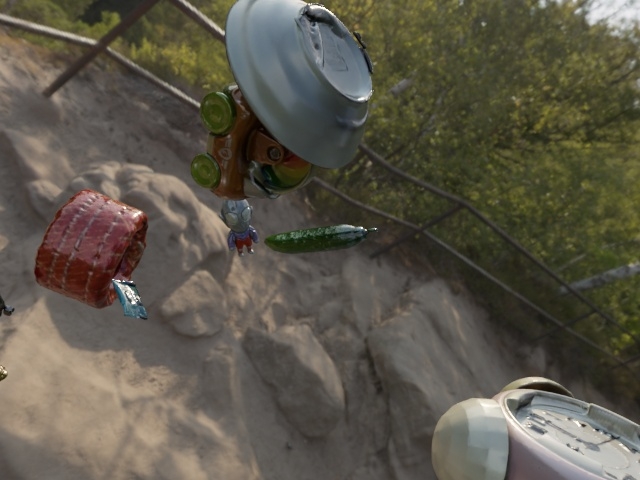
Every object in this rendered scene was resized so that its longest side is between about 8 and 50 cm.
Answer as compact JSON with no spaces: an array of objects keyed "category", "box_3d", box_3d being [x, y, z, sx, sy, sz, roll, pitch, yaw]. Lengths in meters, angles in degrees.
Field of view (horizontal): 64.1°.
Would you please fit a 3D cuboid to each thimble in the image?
[{"category":"thimble","box_3d":[-0.714,0.032,1.621,0.230,0.350,0.350,23,25,-7]}]

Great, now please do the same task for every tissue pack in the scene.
[{"category":"tissue pack","box_3d":[-0.530,0.160,1.426,0.138,0.028,0.085,52,13,32]}]

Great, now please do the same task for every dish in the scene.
[{"category":"dish","box_3d":[-0.002,-0.278,0.827,0.316,0.106,0.316,27,52,-41]}]

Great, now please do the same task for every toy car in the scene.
[{"category":"toy car","box_3d":[-0.105,-0.164,0.946,0.235,0.235,0.145,58,31,-2]}]

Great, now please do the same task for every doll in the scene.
[{"category":"doll","box_3d":[-0.246,-0.064,1.507,0.075,0.102,0.227,21,-57,61]}]

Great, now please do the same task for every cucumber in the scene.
[{"category":"cucumber","box_3d":[0.000,0.000,1.081,0.056,0.250,0.056,-6,90,-72]}]

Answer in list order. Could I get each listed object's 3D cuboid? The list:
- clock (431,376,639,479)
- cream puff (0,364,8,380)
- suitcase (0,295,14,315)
[{"category":"clock","box_3d":[0.353,0.327,0.714,0.326,0.184,0.342,29,11,39]},{"category":"cream puff","box_3d":[-1.031,0.417,1.606,0.083,0.083,0.058,10,65,-31]},{"category":"suitcase","box_3d":[-1.059,0.158,1.455,0.229,0.152,0.335,-87,176,-53]}]
